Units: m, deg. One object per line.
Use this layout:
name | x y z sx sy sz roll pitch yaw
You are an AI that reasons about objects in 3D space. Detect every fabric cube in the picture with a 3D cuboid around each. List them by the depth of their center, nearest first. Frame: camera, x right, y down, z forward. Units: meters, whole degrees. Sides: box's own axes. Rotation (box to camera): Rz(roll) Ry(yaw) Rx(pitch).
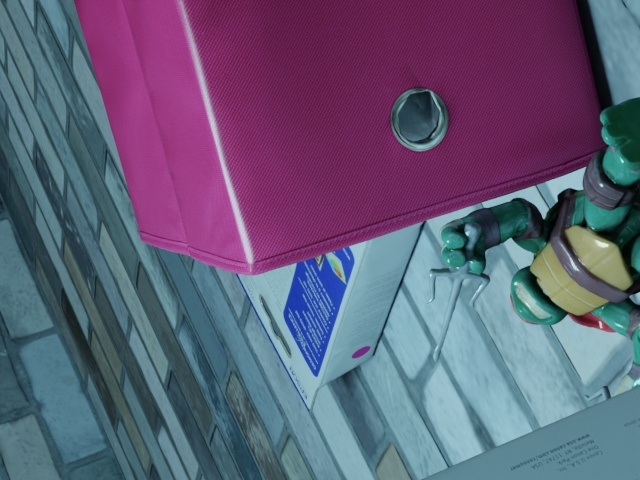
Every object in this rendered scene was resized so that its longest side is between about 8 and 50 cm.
fabric cube | -0.003 -0.146 1.017 0.259 0.254 0.258 -167 61 -68

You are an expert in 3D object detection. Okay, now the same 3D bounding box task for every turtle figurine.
turtle figurine | 0.156 0.017 0.932 0.175 0.118 0.234 30 144 -6

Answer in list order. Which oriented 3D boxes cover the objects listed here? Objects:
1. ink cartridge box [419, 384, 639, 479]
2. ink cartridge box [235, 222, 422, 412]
ink cartridge box | 0.192 0.211 0.744 0.272 0.309 0.130 58 158 32
ink cartridge box | 0.000 0.000 1.429 0.175 0.069 0.371 61 156 23
